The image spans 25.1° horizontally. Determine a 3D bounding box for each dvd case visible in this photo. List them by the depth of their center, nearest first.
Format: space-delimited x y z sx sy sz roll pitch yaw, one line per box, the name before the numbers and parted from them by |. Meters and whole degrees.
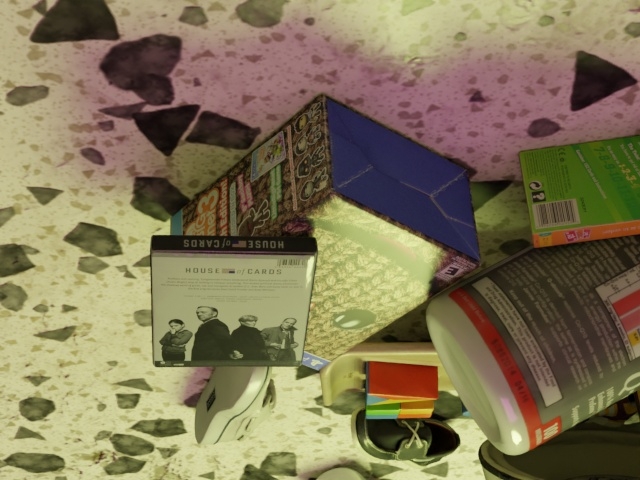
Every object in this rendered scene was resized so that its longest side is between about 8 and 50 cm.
dvd case | -0.101 0.073 1.624 0.179 0.029 0.238 1 144 -5

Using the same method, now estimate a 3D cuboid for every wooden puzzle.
wooden puzzle | 0.175 0.192 1.934 0.348 0.080 0.322 -5 165 0

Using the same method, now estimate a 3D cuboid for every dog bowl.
dog bowl | 0.427 0.378 2.047 0.408 0.150 0.408 1 -173 0

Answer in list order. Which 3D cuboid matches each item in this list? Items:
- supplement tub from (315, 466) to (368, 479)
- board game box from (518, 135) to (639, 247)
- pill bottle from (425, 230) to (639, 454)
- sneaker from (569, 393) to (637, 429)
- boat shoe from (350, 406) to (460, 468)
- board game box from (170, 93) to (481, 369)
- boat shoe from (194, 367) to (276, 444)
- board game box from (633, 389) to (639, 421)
supplement tub | 0.067 0.456 2.353 0.117 0.117 0.190 -21 142 23
board game box | 0.363 -0.064 1.634 0.259 0.124 0.039 -9 142 8
pill bottle | 0.325 0.081 1.685 0.363 0.210 0.210 -27 145 -7
sneaker | 0.398 0.228 2.096 0.185 0.069 0.084 3 140 -39
boat shoe | 0.124 0.286 2.134 0.079 0.084 0.233 -17 156 32
board game box | 0.000 0.000 1.679 0.232 0.141 0.291 24 136 -33
boat shoe | -0.105 0.222 2.028 0.088 0.096 0.267 5 145 -19
board game box | 0.516 0.228 2.020 0.141 0.170 0.048 -9 135 7
